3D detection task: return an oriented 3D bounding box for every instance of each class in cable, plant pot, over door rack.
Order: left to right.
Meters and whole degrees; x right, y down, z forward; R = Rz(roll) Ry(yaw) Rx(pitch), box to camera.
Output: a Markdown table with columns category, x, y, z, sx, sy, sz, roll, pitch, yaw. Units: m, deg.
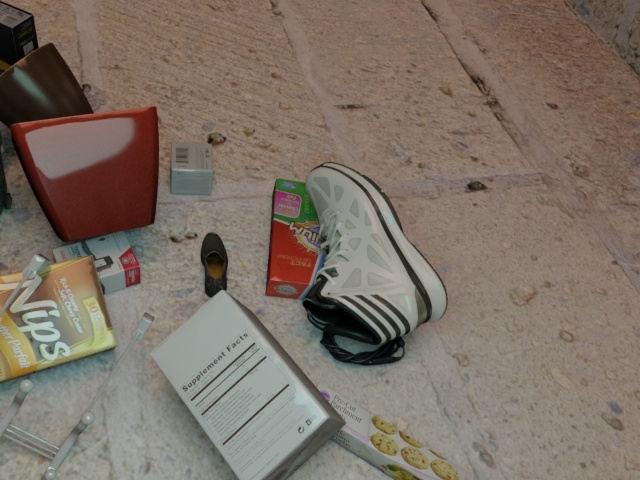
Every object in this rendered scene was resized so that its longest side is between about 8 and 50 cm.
| category | x | y | z | sx | sy | sz | roll | pitch | yaw |
| --- | --- | --- | --- | --- | --- | --- | --- | --- | --- |
| over door rack | -0.464 | 0.204 | 1.014 | 0.239 | 0.108 | 0.324 | 34 | 67 | -13 |
| plant pot | -0.629 | -0.301 | 1.415 | 0.230 | 0.215 | 0.215 | 52 | 45 | -23 |
| plant pot | -0.476 | -0.130 | 1.271 | 0.267 | 0.267 | 0.235 | -15 | 99 | -25 |
| cable | 0.086 | 0.201 | 1.303 | 0.185 | 0.047 | 0.150 | -3 | 51 | -17 |

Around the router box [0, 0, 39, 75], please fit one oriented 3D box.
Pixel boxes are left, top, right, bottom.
| category | x | y | z | sx | sy | sz | roll | pitch | yaw |
| --- | --- | --- | --- | --- | --- | --- | --- | --- | --- |
| router box | -0.854 | -0.494 | 1.507 | 0.309 | 0.243 | 0.081 | 24 | 49 | 4 |

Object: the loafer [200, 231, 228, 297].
| category | x | y | z | sx | sy | sz | roll | pitch | yaw |
| --- | --- | --- | --- | --- | --- | --- | --- | --- | --- |
| loafer | -0.232 | 0.043 | 1.340 | 0.062 | 0.061 | 0.170 | -4 | 51 | -17 |

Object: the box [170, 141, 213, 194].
| category | x | y | z | sx | sy | sz | roll | pitch | yaw |
| --- | --- | --- | --- | --- | --- | --- | --- | --- | --- |
| box | -0.317 | -0.176 | 1.486 | 0.102 | 0.087 | 0.101 | 2 | 50 | -15 |

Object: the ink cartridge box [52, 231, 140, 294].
| category | x | y | z | sx | sy | sz | roll | pitch | yaw |
| --- | --- | --- | --- | --- | --- | --- | --- | --- | --- |
| ink cartridge box | -0.468 | 0.055 | 1.264 | 0.150 | 0.063 | 0.109 | -18 | 58 | -28 |

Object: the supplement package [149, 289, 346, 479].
| category | x | y | z | sx | sy | sz | roll | pitch | yaw |
| --- | --- | --- | --- | --- | --- | --- | --- | --- | --- |
| supplement package | -0.125 | 0.264 | 1.069 | 0.175 | 0.177 | 0.293 | -42 | 67 | -5 |

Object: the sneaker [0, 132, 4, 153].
| category | x | y | z | sx | sy | sz | roll | pitch | yaw |
| --- | --- | --- | --- | --- | --- | --- | --- | --- | --- |
| sneaker | -0.842 | -0.273 | 1.424 | 0.114 | 0.152 | 0.305 | -45 | 49 | -13 |

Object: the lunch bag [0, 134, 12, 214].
| category | x | y | z | sx | sy | sz | roll | pitch | yaw |
| --- | --- | --- | --- | --- | --- | --- | --- | --- | --- |
| lunch bag | -0.808 | -0.150 | 1.219 | 0.305 | 0.256 | 0.212 | 4 | 54 | -13 |

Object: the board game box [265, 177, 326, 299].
| category | x | y | z | sx | sy | sz | roll | pitch | yaw |
| --- | --- | --- | --- | --- | --- | --- | --- | --- | --- |
| board game box | 0.000 | 0.000 | 1.437 | 0.242 | 0.064 | 0.316 | 7 | 49 | -10 |

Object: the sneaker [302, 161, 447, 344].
| category | x | y | z | sx | sy | sz | roll | pitch | yaw |
| --- | --- | --- | --- | --- | --- | --- | --- | --- | --- |
| sneaker | 0.043 | 0.022 | 1.273 | 0.257 | 0.169 | 0.447 | -21 | 61 | -31 |

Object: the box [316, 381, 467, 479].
| category | x | y | z | sx | sy | sz | roll | pitch | yaw |
| --- | --- | --- | --- | --- | --- | --- | --- | --- | --- |
| box | 0.115 | 0.387 | 1.141 | 0.324 | 0.063 | 0.067 | 30 | 48 | 11 |

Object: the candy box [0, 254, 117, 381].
| category | x | y | z | sx | sy | sz | roll | pitch | yaw |
| --- | --- | --- | --- | --- | --- | --- | --- | --- | --- |
| candy box | -0.554 | 0.156 | 1.097 | 0.316 | 0.087 | 0.182 | -15 | 83 | -25 |
